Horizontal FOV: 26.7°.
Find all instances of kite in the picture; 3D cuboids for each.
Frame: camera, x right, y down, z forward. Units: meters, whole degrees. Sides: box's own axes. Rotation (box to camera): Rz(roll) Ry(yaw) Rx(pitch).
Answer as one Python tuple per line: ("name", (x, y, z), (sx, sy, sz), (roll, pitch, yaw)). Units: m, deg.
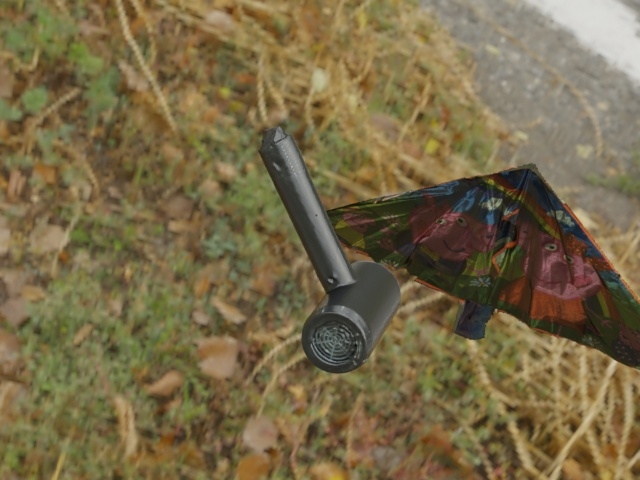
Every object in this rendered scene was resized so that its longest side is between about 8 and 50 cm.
("kite", (0.128, 0.014, 0.900), (0.321, 0.234, 0.016), (22, 58, 9))

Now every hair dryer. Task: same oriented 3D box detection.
("hair dryer", (0.000, 0.000, 0.460), (0.083, 0.026, 0.047), (68, 21, -12))
